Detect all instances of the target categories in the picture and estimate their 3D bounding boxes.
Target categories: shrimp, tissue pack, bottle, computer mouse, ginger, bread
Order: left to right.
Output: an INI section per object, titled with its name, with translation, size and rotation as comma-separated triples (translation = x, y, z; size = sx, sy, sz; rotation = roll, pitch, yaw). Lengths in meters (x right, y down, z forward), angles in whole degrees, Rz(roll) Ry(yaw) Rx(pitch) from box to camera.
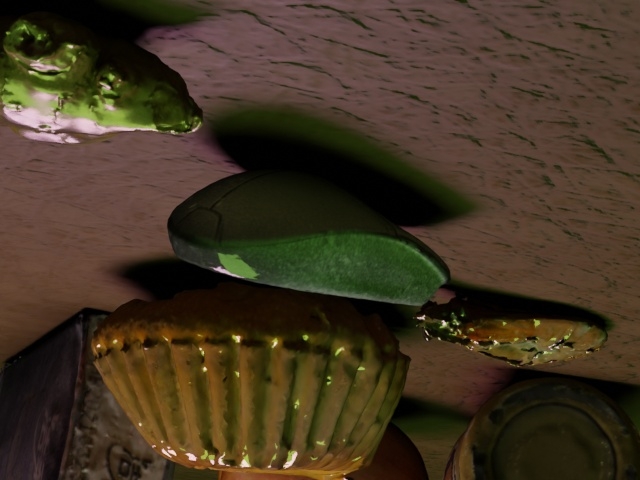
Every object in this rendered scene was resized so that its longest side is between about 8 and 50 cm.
[ginger]
translation = -0.173, -0.091, 0.856
size = 0.214, 0.059, 0.133
rotation = 15, 171, -20
[tissue pack]
translation = -0.258, 0.245, 1.681
size = 0.124, 0.288, 0.394
rotation = 14, 164, -19
[bread]
translation = -0.056, 0.120, 1.396
size = 0.274, 0.149, 0.274
rotation = 2, 167, 0
[computer mouse]
translation = 0.001, -0.006, 1.055
size = 0.113, 0.068, 0.229
rotation = 19, -174, 38
[shrimp]
translation = 0.144, 0.067, 1.306
size = 0.184, 0.043, 0.091
rotation = 9, 159, -30
[bottle]
translation = 0.203, 0.248, 1.675
size = 0.171, 0.171, 0.351
rotation = 8, 164, 0

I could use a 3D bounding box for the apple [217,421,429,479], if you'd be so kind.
[apple]
translation = -0.012, 0.274, 1.794
size = 0.253, 0.253, 0.253
rotation = 7, 165, 2
